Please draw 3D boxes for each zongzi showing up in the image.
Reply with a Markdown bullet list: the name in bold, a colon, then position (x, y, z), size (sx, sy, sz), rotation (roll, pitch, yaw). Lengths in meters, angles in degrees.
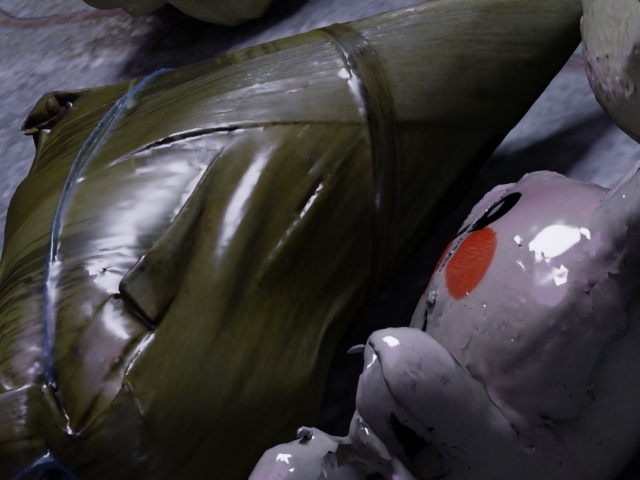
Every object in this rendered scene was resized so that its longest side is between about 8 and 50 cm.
- **zongzi**: position (0.000, 0.000, 0.708), size (0.274, 0.125, 0.251), rotation (-18, 33, 14)

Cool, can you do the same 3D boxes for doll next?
- **doll**: position (0.058, 0.053, 0.592), size (0.095, 0.149, 0.192), rotation (37, 77, 14)

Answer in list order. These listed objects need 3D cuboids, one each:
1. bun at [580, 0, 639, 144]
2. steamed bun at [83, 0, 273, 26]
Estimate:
- **bun**: position (0.202, -0.114, 0.656), size (0.239, 0.141, 0.239), rotation (-20, 35, 15)
- **steamed bun**: position (-0.057, -0.198, 1.039), size (0.192, 0.106, 0.177), rotation (-52, 18, 5)
